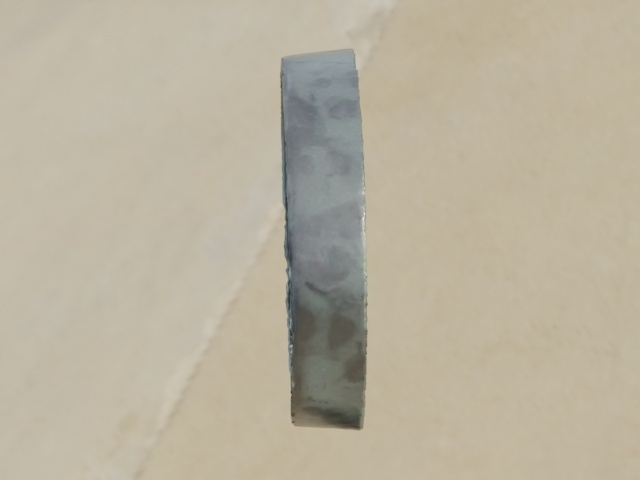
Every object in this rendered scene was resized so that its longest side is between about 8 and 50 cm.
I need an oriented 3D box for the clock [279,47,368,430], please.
[{"bbox_3d":[0.000,0.000,0.986,0.042,0.215,0.215,-2,36,-2],"label":"clock"}]
